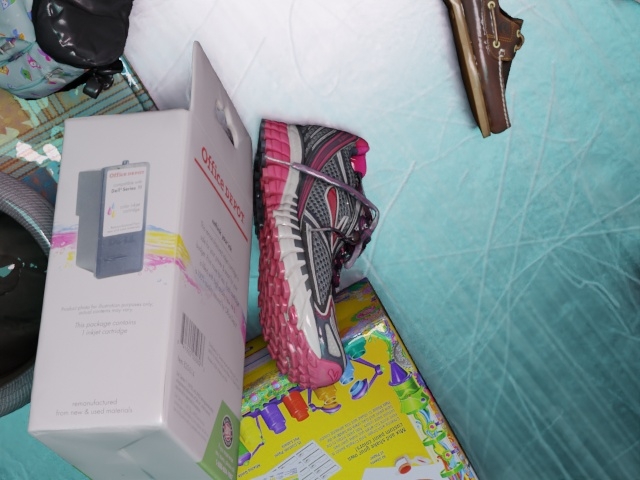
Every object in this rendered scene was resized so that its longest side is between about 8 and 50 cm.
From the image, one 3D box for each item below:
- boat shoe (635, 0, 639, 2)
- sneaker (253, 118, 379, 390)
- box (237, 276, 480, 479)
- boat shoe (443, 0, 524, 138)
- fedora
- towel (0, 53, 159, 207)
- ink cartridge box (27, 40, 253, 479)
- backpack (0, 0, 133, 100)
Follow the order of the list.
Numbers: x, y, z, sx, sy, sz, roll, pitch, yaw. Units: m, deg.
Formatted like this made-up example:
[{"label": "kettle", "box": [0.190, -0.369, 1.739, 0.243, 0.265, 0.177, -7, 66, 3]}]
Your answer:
[{"label": "boat shoe", "box": [0.325, -0.272, 1.377, 0.306, 0.105, 0.113, 20, 88, -32]}, {"label": "sneaker", "box": [0.000, 0.000, 1.326, 0.112, 0.299, 0.121, 2, 140, -7]}, {"label": "box", "box": [-0.007, 0.238, 1.417, 0.290, 0.177, 0.279, -28, 101, 1]}, {"label": "boat shoe", "box": [0.160, -0.204, 1.395, 0.073, 0.073, 0.207, -14, 102, 1]}, {"label": "fedora", "box": [-0.333, 0.042, 1.341, 0.275, 0.124, 0.243, -20, 99, 11]}, {"label": "towel", "box": [-0.305, -0.111, 1.400, 0.271, 0.040, 0.370, -31, 101, 2]}, {"label": "ink cartridge box", "box": [-0.144, 0.026, 1.262, 0.119, 0.207, 0.353, -4, 64, 13]}, {"label": "backpack", "box": [-0.242, -0.197, 1.278, 0.115, 0.182, 0.152, 34, 60, -31]}]
